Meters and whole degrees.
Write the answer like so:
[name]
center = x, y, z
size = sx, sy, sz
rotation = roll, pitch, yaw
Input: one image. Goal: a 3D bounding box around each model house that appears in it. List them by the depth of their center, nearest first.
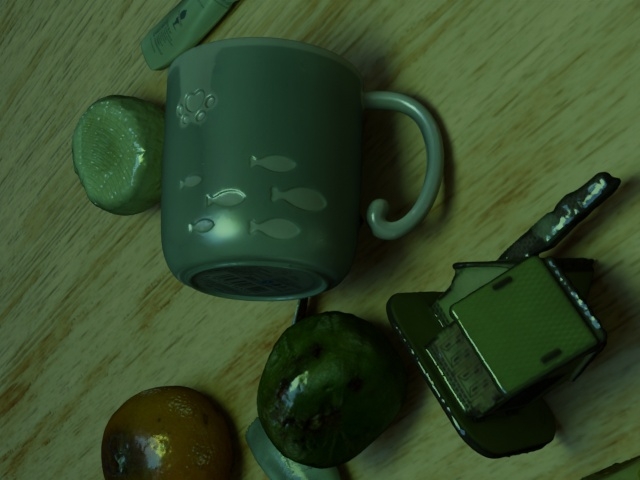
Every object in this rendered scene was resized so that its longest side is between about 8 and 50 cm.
[model house]
center = 0.251, 0.073, 1.212
size = 0.279, 0.205, 0.218
rotation = -44, 65, 29

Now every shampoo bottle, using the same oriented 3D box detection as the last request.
[shampoo bottle]
center = -0.197, -0.337, 1.695
size = 0.212, 0.049, 0.072
rotation = -37, 64, 39

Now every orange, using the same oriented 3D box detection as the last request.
[orange]
center = -0.238, 0.331, 1.709
size = 0.224, 0.170, 0.224
rotation = 3, 94, 45

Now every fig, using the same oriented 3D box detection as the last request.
[fig]
center = -0.002, 0.164, 1.468
size = 0.203, 0.203, 0.235
rotation = -68, 30, 24

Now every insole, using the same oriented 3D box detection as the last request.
[insole]
center = -0.039, 0.151, 1.579
size = 0.006, 0.065, 0.193
rotation = 15, 109, 11

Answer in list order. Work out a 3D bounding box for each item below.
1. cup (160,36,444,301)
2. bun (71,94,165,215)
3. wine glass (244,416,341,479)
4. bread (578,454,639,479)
[cup]
center = -0.024, -0.075, 1.404
size = 0.357, 0.259, 0.274
rotation = 0, 73, 7
[bun]
center = -0.300, -0.136, 1.766
size = 0.195, 0.118, 0.195
rotation = 4, 96, 38
[wine glass]
center = -0.055, 0.399, 1.491
size = 0.309, 0.264, 0.096
rotation = 48, 158, 31
[bread]
center = 0.326, 0.283, 1.217
size = 0.157, 0.094, 0.083
rotation = -32, 67, 32
